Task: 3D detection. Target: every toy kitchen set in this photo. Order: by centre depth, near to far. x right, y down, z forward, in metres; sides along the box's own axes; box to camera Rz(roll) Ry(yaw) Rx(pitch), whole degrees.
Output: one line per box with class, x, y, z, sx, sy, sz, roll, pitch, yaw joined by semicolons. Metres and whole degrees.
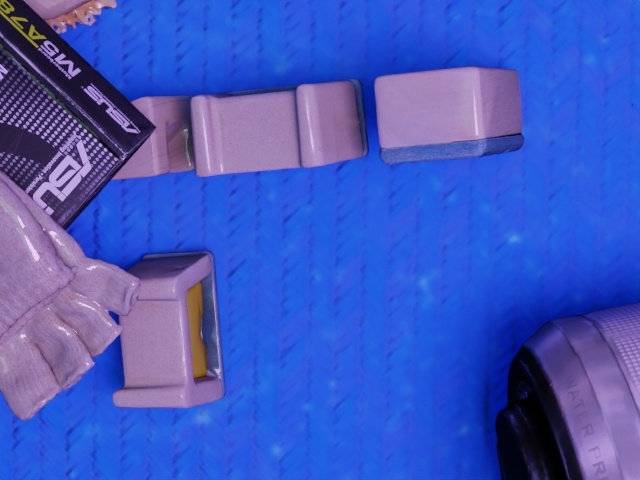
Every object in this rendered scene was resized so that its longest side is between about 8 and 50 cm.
toy kitchen set;0.000;0.000;0.834;0.207;0.122;0.166;-4;95;17

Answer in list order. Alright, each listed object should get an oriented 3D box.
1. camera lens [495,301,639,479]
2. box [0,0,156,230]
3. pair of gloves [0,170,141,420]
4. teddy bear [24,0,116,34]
camera lens;0.236;0.126;0.784;0.274;0.219;0.219;-12;94;-2
box;-0.207;-0.054;0.796;0.184;0.045;0.190;45;121;-3
pair of gloves;-0.222;0.045;0.800;0.204;0.042;0.240;39;116;2
teddy bear;-0.199;-0.261;0.804;0.338;0.113;0.245;29;99;-12
